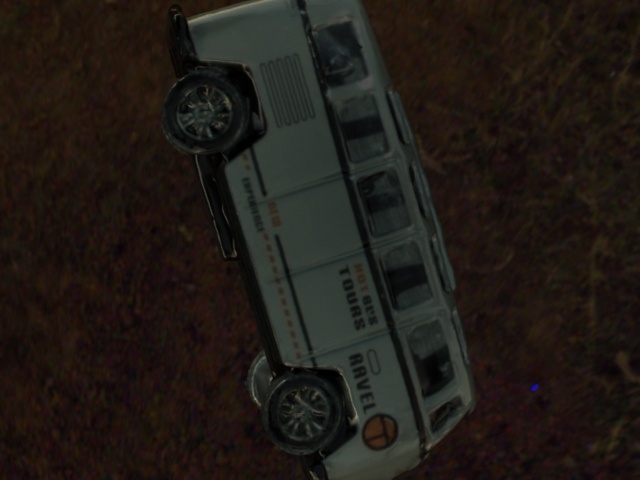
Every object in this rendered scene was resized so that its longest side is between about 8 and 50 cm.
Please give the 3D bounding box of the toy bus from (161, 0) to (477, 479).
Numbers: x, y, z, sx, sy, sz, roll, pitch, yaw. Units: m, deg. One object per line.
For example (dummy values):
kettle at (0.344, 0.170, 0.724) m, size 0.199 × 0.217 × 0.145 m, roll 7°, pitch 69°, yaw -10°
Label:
toy bus at (0.000, 0.000, 0.473) m, size 0.089 × 0.087 × 0.194 m, roll -18°, pitch 95°, yaw -6°
